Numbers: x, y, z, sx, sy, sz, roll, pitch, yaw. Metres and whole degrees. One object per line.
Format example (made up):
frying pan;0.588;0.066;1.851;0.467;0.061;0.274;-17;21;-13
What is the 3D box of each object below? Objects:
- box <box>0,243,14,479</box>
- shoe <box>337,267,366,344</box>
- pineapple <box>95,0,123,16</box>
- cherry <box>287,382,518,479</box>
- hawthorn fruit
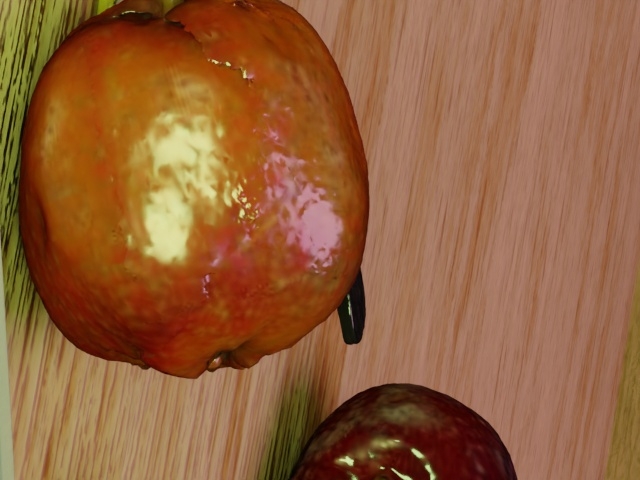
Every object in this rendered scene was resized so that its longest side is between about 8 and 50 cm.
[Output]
box;-0.216;0.093;0.978;0.135;0.079;0.269;-42;137;-61
shoe;0.000;0.000;1.619;0.071;0.049;0.179;21;59;-76
pineapple;-0.130;-0.117;1.231;0.045;0.019;0.083;8;92;-65
cherry;0.064;0.245;1.674;0.300;0.203;0.230;89;14;-68
hawthorn fruit;-0.077;-0.062;1.140;0.211;0.211;0.299;-37;122;-64
